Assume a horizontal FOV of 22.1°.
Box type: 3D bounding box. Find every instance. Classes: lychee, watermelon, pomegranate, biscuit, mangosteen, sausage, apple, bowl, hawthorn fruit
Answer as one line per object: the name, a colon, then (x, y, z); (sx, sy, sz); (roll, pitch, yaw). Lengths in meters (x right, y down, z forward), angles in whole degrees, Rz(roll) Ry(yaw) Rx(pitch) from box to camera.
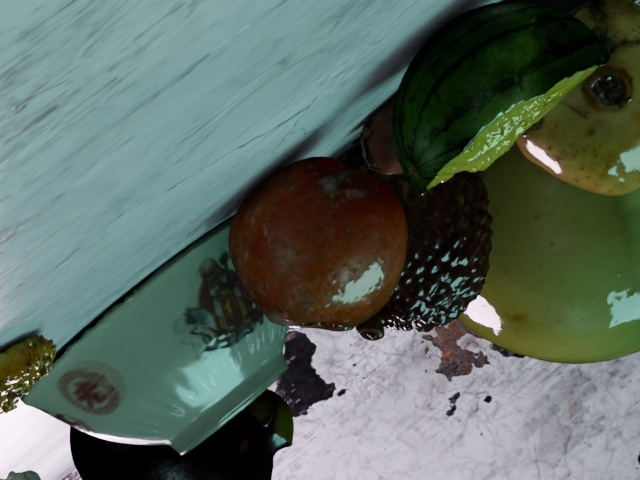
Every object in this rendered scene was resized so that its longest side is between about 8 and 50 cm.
lychee: (0.088, -0.010, 1.885); (0.236, 0.236, 0.271); (-45, -160, 59)
watermelon: (0.155, -0.148, 1.496); (0.232, 0.127, 0.204); (-37, 176, 1)
pomegranate: (0.350, -0.182, 2.048); (0.260, 0.260, 0.260); (-39, 176, -3)
biscuit: (-0.322, 0.166, 1.368); (0.254, 0.035, 0.254); (-39, 177, -2)
mangosteen: (-0.165, 0.237, 2.017); (0.287, 0.287, 0.233); (-37, 148, -27)
sausage: (0.103, -0.125, 1.716); (0.141, 0.076, 0.076); (-41, 176, 17)
apple: (0.355, -0.041, 2.381); (0.473, 0.473, 0.473); (-39, 176, -3)
bowl: (-0.137, 0.121, 1.731); (0.337, 0.157, 0.337); (-40, 176, -3)
hawthorn fruit: (0.000, 0.000, 1.560); (0.173, 0.173, 0.173); (-39, 176, -3)

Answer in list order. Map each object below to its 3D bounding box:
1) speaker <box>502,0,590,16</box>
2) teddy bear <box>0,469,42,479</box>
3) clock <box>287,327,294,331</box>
speaker: (0.217, -0.232, 1.748); (0.082, 0.044, 0.218); (-41, 175, 33)
teddy bear: (-0.471, 0.370, 1.927); (0.327, 0.375, 0.362); (-38, -142, -13)
clock: (-0.031, 0.048, 2.239); (0.322, 0.113, 0.295); (-37, 176, -20)
